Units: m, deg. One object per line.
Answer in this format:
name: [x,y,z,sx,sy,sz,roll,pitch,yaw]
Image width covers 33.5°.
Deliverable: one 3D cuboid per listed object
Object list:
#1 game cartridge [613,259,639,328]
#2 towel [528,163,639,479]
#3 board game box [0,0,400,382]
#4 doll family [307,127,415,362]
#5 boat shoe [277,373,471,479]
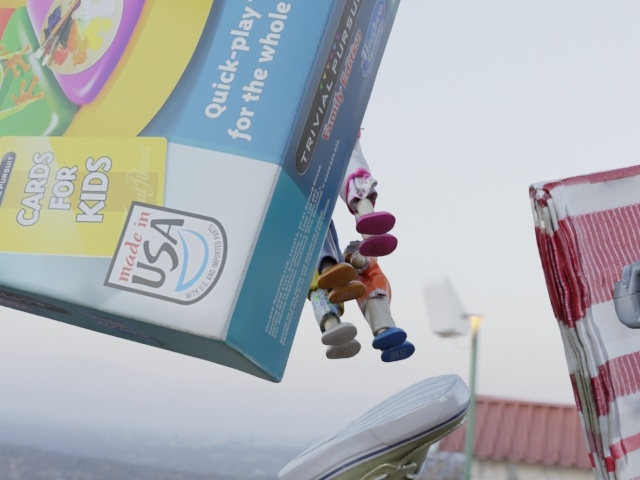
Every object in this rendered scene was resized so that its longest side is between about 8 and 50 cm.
game cartridge: [0.324,0.026,0.674,0.198,0.062,0.297,4,-7,1]
towel: [0.313,0.091,0.957,0.237,0.329,0.037,-11,-4,-35]
board game box: [-0.143,-0.098,0.514,0.336,0.253,0.079,12,-16,20]
doll family: [0.000,0.000,0.979,0.118,0.163,0.263,-16,-41,-5]
boat shoe: [0.076,0.253,1.265,0.302,0.094,0.109,-37,0,38]
